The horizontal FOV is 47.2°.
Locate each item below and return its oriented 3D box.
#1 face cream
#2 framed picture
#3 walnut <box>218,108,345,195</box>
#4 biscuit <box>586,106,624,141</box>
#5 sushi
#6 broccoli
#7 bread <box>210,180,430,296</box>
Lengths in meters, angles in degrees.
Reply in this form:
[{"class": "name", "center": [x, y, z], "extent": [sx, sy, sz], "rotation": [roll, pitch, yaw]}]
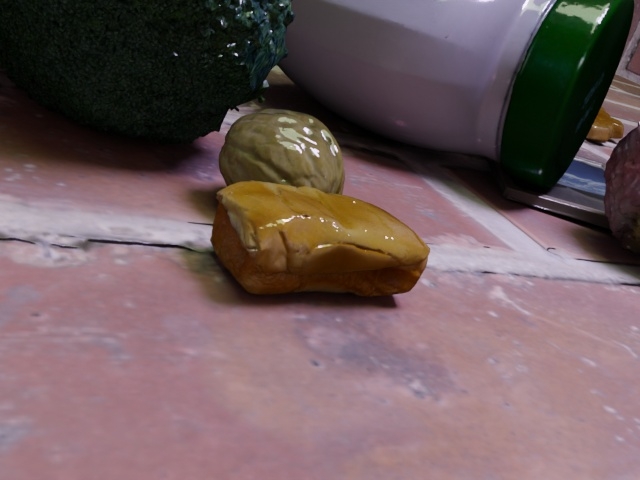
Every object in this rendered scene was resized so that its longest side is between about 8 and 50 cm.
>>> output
[{"class": "face cream", "center": [0.126, -0.215, 0.806], "extent": [0.357, 0.219, 0.312], "rotation": [27, 23, 23]}, {"class": "framed picture", "center": [0.288, -0.071, 0.878], "extent": [0.189, 0.023, 0.260], "rotation": [16, 24, -1]}, {"class": "walnut", "center": [-0.026, -0.050, 0.507], "extent": [0.092, 0.092, 0.092], "rotation": [17, 23, -7]}, {"class": "biscuit", "center": [0.439, -0.239, 1.346], "extent": [0.239, 0.041, 0.212], "rotation": [23, 29, 8]}, {"class": "sushi", "center": [0.369, -0.031, 0.708], "extent": [0.161, 0.107, 0.241], "rotation": [-8, -27, 34]}, {"class": "broccoli", "center": [-0.139, -0.201, 0.542], "extent": [0.265, 0.295, 0.245], "rotation": [39, 48, -38]}, {"class": "bread", "center": [0.000, 0.000, 0.445], "extent": [0.132, 0.053, 0.074], "rotation": [7, 26, -31]}]
